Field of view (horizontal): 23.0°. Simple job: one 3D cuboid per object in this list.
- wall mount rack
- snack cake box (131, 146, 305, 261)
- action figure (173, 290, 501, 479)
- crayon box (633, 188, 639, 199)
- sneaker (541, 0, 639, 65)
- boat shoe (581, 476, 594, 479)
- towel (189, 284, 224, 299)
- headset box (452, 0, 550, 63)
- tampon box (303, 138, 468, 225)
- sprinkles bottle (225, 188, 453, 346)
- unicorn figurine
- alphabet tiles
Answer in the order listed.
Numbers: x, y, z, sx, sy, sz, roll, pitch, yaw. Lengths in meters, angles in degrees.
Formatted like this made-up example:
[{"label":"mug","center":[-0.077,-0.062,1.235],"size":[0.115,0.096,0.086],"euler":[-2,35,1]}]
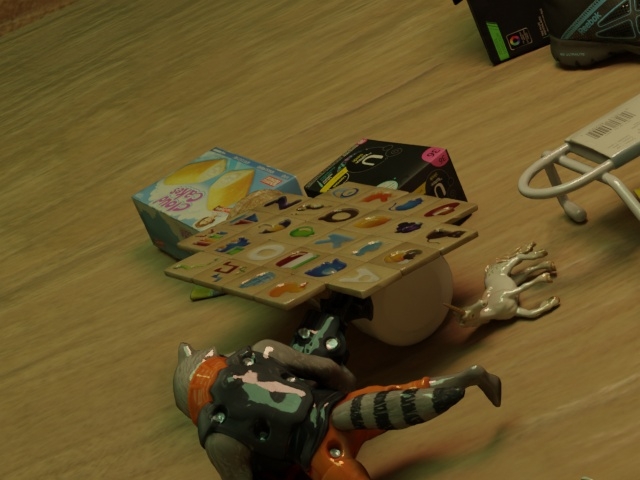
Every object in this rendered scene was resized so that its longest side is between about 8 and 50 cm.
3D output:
[{"label":"wall mount rack","center":[0.411,-0.082,1.752],"size":[0.350,0.130,0.304],"euler":[-31,24,-9]},{"label":"snack cake box","center":[-0.136,-0.037,2.161],"size":[0.152,0.089,0.264],"euler":[-31,25,-19]},{"label":"action figure","center":[0.007,0.143,1.572],"size":[0.330,0.178,0.341],"euler":[7,58,20]},{"label":"crayon box","center":[0.476,-0.035,1.526],"size":[0.318,0.081,0.202],"euler":[-11,8,8]},{"label":"sneaker","center":[0.447,-0.320,2.131],"size":[0.340,0.140,0.125],"euler":[-2,32,37]},{"label":"boat shoe","center":[0.237,0.258,1.296],"size":[0.079,0.095,0.254],"euler":[-41,31,-26]},{"label":"towel","center":[-0.132,0.054,2.091],"size":[0.083,0.009,0.060],"euler":[-12,28,26]},{"label":"headset box","center":[0.318,-0.429,2.323],"size":[0.283,0.246,0.131],"euler":[-20,26,9]},{"label":"tampon box","center":[0.084,-0.051,1.992],"size":[0.120,0.101,0.161],"euler":[-41,30,-28]},{"label":"sprinkles bottle","center":[0.012,0.026,1.893],"size":[0.121,0.121,0.355],"euler":[-35,27,-20]},{"label":"unicorn figurine","center":[0.206,0.057,1.750],"size":[0.111,0.060,0.162],"euler":[-18,11,15]},{"label":"alphabet tiles","center":[0.000,0.000,1.778],"size":[0.285,0.011,0.342],"euler":[-26,24,-33]}]
